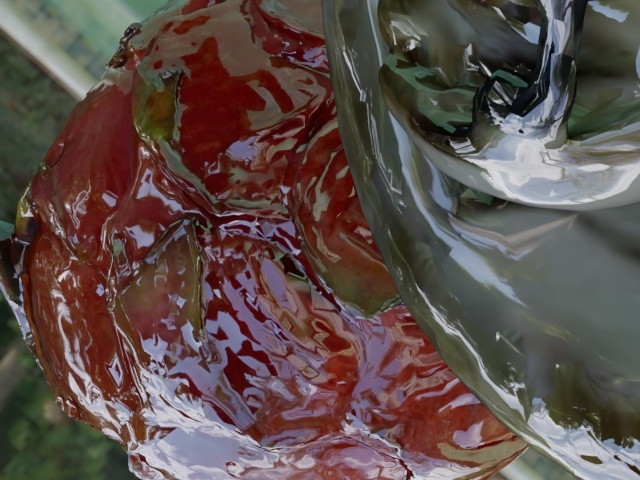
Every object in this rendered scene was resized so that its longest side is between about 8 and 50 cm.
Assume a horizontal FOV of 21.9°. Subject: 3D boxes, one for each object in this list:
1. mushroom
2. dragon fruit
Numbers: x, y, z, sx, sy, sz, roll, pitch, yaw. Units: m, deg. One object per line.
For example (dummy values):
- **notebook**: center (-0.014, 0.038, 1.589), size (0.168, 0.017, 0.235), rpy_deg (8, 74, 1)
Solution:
- **mushroom**: center (0.124, -0.085, 0.434), size (0.294, 0.362, 0.362), rpy_deg (-4, -152, -38)
- **dragon fruit**: center (0.000, 0.000, 0.785), size (0.277, 0.277, 0.342), rpy_deg (41, 133, -6)
